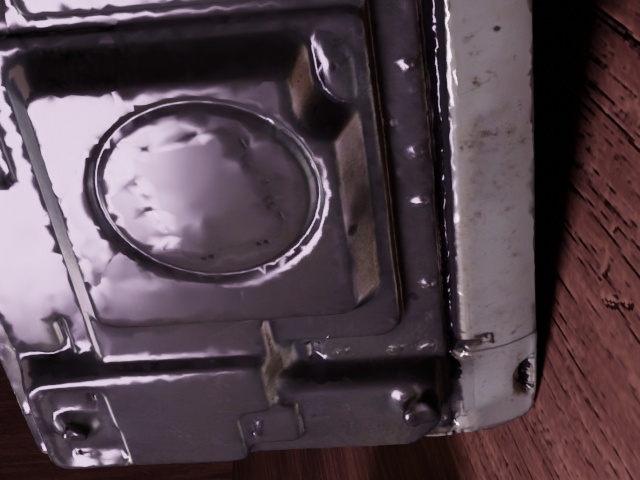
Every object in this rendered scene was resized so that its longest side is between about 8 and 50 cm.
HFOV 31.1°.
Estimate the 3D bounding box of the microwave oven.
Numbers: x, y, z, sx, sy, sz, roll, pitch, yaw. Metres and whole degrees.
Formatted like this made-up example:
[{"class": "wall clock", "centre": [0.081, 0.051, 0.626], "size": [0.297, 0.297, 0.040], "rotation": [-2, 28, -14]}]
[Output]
[{"class": "microwave oven", "centre": [-0.045, -0.082, 0.634], "size": [0.247, 0.333, 0.394], "rotation": [-89, -8, -49]}]
